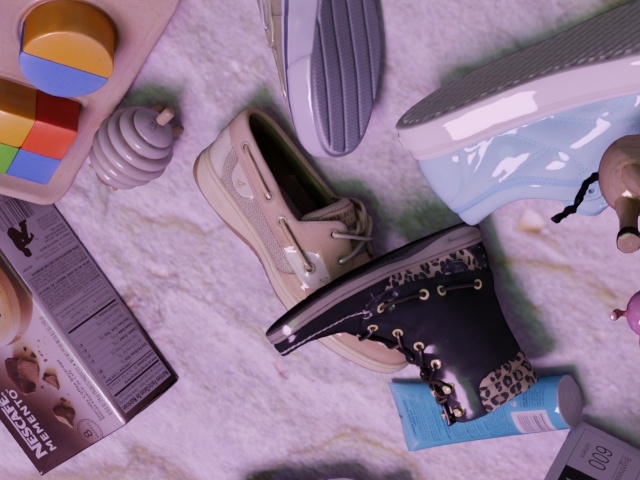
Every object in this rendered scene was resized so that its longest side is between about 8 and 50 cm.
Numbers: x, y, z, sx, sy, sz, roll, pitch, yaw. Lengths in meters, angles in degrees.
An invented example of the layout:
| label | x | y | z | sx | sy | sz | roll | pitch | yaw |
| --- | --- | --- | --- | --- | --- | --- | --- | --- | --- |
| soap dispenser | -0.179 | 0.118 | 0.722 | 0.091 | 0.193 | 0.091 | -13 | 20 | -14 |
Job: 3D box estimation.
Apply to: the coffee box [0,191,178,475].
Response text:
| label | x | y | z | sx | sy | sz | roll | pitch | yaw |
| --- | --- | --- | --- | --- | --- | --- | --- | --- | --- |
| coffee box | -0.328 | 0.100 | 1.536 | 0.168 | 0.119 | 0.297 | -32 | 95 | 33 |

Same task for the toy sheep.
| label | x | y | z | sx | sy | sz | roll | pitch | yaw |
| --- | --- | --- | --- | --- | --- | --- | --- | --- | --- |
| toy sheep | -0.193 | -0.101 | 1.393 | 0.091 | 0.091 | 0.132 | 47 | 125 | 2 |

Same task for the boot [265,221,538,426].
| label | x | y | z | sx | sy | sz | roll | pitch | yaw |
| --- | --- | --- | --- | --- | --- | --- | --- | --- | --- |
| boot | 0.084 | 0.102 | 1.254 | 0.179 | 0.236 | 0.085 | 65 | 161 | -2 |

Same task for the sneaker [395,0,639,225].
| label | x | y | z | sx | sy | sz | roll | pitch | yaw |
| --- | --- | --- | --- | --- | --- | --- | --- | --- | --- |
| sneaker | 0.249 | -0.106 | 1.146 | 0.366 | 0.135 | 0.150 | -15 | 116 | 39 |

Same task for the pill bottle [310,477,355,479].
| label | x | y | z | sx | sy | sz | roll | pitch | yaw |
| --- | --- | --- | --- | --- | --- | --- | --- | --- | --- |
| pill bottle | -0.007 | 0.328 | 1.468 | 0.221 | 0.124 | 0.124 | -11 | 107 | 32 |

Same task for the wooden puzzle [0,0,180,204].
| label | x | y | z | sx | sy | sz | roll | pitch | yaw |
| --- | --- | --- | --- | --- | --- | --- | --- | --- | --- |
| wooden puzzle | -0.346 | -0.178 | 1.323 | 0.322 | 0.081 | 0.348 | 16 | 133 | -25 |

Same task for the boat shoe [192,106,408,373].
| label | x | y | z | sx | sy | sz | roll | pitch | yaw |
| --- | --- | --- | --- | --- | --- | --- | --- | --- | --- |
| boat shoe | 0.000 | 0.000 | 1.328 | 0.302 | 0.109 | 0.098 | 50 | 126 | 6 |

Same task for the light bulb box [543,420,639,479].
| label | x | y | z | sx | sy | sz | roll | pitch | yaw |
| --- | --- | --- | --- | --- | --- | --- | --- | --- | --- |
| light bulb box | 0.310 | 0.407 | 1.196 | 0.361 | 0.358 | 0.225 | 26 | 123 | 14 |

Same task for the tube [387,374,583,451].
| label | x | y | z | sx | sy | sz | roll | pitch | yaw |
| --- | --- | --- | --- | --- | --- | --- | --- | --- | --- |
| tube | 0.163 | 0.174 | 1.357 | 0.207 | 0.052 | 0.080 | -11 | 96 | 36 |

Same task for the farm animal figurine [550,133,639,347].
| label | x | y | z | sx | sy | sz | roll | pitch | yaw |
| --- | --- | --- | --- | --- | --- | --- | --- | --- | --- |
| farm animal figurine | 0.399 | -0.004 | 1.070 | 0.326 | 0.172 | 0.330 | -30 | 117 | 20 |

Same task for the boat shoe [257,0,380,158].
| label | x | y | z | sx | sy | sz | roll | pitch | yaw |
| --- | --- | --- | --- | --- | --- | --- | --- | --- | --- |
| boat shoe | -0.012 | -0.229 | 1.244 | 0.094 | 0.109 | 0.302 | 8 | 107 | 42 |
